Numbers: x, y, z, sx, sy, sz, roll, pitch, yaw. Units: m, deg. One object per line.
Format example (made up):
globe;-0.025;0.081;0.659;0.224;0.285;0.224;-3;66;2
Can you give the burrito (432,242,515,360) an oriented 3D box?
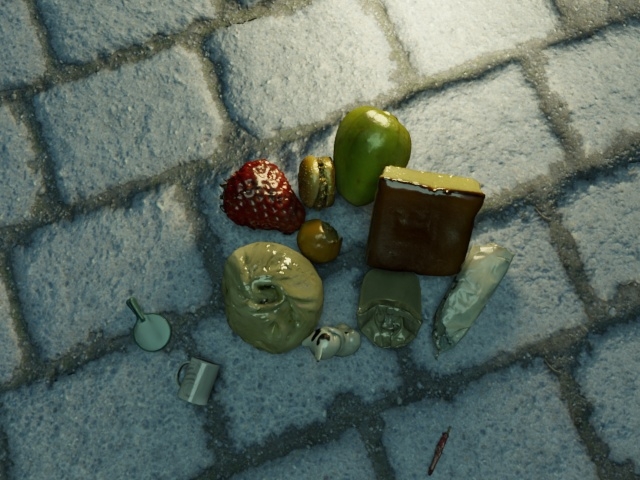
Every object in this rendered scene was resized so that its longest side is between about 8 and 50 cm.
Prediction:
burrito;0.474;0.191;1.720;0.139;0.101;0.445;34;82;1

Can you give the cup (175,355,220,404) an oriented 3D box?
cup;-0.404;0.440;1.671;0.136;0.099;0.133;19;81;2

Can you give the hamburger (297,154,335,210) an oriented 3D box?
hamburger;-0.014;-0.187;1.743;0.117;0.182;0.191;-6;77;-7

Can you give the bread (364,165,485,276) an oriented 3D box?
bread;0.318;-0.056;1.659;0.323;0.143;0.333;7;124;2

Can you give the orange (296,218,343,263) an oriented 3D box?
orange;0.000;0.000;1.731;0.156;0.134;0.157;12;68;-30

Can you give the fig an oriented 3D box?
fig;0.160;-0.271;1.739;0.258;0.258;0.326;20;98;3

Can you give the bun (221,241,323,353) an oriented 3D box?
bun;-0.148;0.176;1.659;0.326;0.234;0.362;-16;87;-9

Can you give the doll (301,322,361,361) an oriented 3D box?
doll;0.042;0.320;1.662;0.110;0.180;0.107;27;105;47

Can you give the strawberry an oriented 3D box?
strawberry;-0.190;-0.138;1.727;0.253;0.150;0.280;-29;81;-24

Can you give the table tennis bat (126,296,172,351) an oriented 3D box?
table tennis bat;-0.577;0.274;1.736;0.124;0.033;0.201;-36;84;-8

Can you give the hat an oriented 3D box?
hat;0.231;0.222;1.735;0.214;0.149;0.245;8;44;8

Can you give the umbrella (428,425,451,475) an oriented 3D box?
umbrella;0.378;0.668;1.670;0.025;0.027;0.165;32;77;-21
